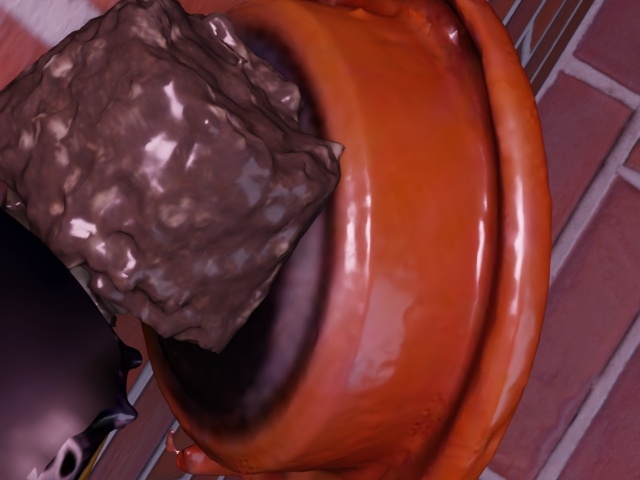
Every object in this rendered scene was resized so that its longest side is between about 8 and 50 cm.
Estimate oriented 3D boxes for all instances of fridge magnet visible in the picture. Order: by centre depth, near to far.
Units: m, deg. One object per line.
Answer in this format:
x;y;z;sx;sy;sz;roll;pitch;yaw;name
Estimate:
0.000;0.000;0.743;0.155;0.363;0.363;4;127;-31;fridge magnet

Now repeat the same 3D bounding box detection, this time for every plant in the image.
-0.123;0.009;0.616;0.146;0.149;0.274;22;123;-37;plant

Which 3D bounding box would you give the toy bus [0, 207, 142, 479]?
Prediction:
-0.235;0.137;0.423;0.386;0.171;0.162;-47;175;-45;toy bus

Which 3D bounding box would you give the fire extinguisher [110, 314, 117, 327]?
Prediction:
-0.169;0.097;0.769;0.252;0.075;0.106;-59;-173;2;fire extinguisher
